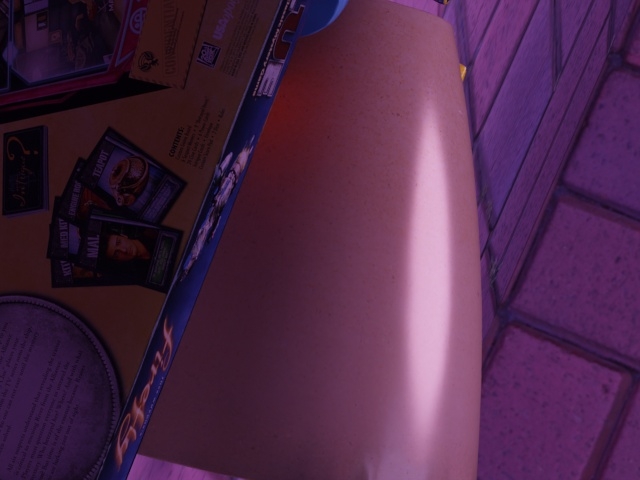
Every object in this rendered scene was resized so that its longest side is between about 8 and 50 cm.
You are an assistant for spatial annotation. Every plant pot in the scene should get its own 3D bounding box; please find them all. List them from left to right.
[{"bbox_3d":[-0.010,-0.006,1.117,0.256,0.256,0.274,9,91,-78],"label":"plant pot"}]

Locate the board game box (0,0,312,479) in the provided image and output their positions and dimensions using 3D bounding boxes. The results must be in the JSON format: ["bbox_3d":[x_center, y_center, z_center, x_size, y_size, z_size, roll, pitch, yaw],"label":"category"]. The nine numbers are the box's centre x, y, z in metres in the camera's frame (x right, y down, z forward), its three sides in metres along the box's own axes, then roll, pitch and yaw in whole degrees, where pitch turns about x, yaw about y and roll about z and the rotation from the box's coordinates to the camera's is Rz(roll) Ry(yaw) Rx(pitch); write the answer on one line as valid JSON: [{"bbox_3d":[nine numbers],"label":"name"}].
[{"bbox_3d":[-0.111,-0.041,0.710,0.042,0.165,0.243,-1,113,-77],"label":"board game box"}]

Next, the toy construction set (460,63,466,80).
[{"bbox_3d":[0.000,0.000,1.362,0.215,0.151,0.328,-15,116,-76],"label":"toy construction set"}]

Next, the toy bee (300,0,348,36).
[{"bbox_3d":[-0.026,-0.192,0.928,0.298,0.162,0.195,-46,-174,24],"label":"toy bee"}]

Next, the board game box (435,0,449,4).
[{"bbox_3d":[0.116,-0.319,1.464,0.194,0.060,0.194,89,26,-60],"label":"board game box"}]
